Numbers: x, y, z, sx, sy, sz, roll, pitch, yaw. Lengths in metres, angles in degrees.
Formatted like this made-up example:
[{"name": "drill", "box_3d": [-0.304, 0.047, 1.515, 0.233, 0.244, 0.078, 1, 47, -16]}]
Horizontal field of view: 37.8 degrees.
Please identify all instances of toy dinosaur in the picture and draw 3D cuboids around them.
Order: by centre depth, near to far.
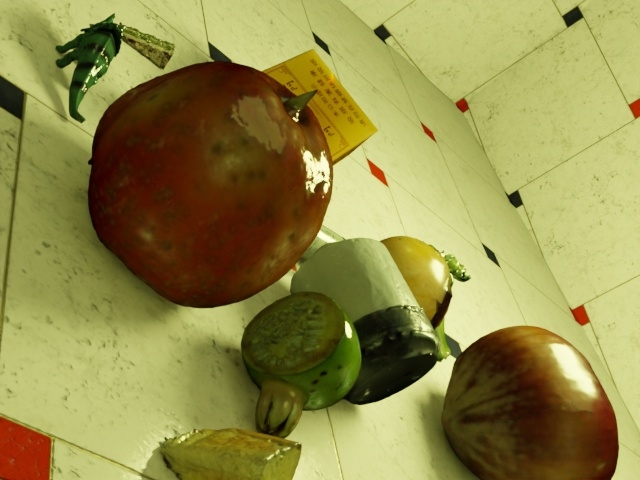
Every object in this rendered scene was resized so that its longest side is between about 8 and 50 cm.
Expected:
[{"name": "toy dinosaur", "box_3d": [-0.428, -0.317, 1.688, 0.079, 0.120, 0.292, 50, 42, -35]}]

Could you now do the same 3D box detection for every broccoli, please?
[{"name": "broccoli", "box_3d": [0.267, 0.131, 2.223, 0.275, 0.198, 0.177, 56, -24, -7]}]

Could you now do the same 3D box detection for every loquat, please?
[{"name": "loquat", "box_3d": [0.170, 0.104, 2.007, 0.235, 0.235, 0.235, 42, 23, -23]}]

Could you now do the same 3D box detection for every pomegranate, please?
[{"name": "pomegranate", "box_3d": [-0.019, 0.213, 1.510, 0.241, 0.190, 0.159, -103, 172, -50]}]

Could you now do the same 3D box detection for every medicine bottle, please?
[{"name": "medicine bottle", "box_3d": [-0.015, 0.003, 1.980, 0.183, 0.086, 0.086, 32, 29, -42]}]

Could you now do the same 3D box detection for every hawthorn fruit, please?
[{"name": "hawthorn fruit", "box_3d": [-0.152, -0.110, 1.478, 0.403, 0.403, 0.403, 42, 23, -23]}]

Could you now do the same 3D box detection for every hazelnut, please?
[{"name": "hazelnut", "box_3d": [0.441, 0.368, 1.981, 0.359, 0.359, 0.409, 32, 20, -41]}]

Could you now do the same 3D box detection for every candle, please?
[{"name": "candle", "box_3d": [0.068, 0.126, 1.769, 0.221, 0.221, 0.342, 22, 34, -52]}]

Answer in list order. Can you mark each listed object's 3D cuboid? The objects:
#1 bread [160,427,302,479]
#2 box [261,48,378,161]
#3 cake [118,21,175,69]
[{"name": "bread", "box_3d": [-0.126, 0.341, 1.257, 0.140, 0.169, 0.160, -6, 100, -65]}, {"name": "box", "box_3d": [-0.069, -0.258, 2.109, 0.264, 0.116, 0.415, 53, 38, 1]}, {"name": "cake", "box_3d": [-0.372, -0.426, 1.998, 0.140, 0.055, 0.051, 33, 34, -35]}]
